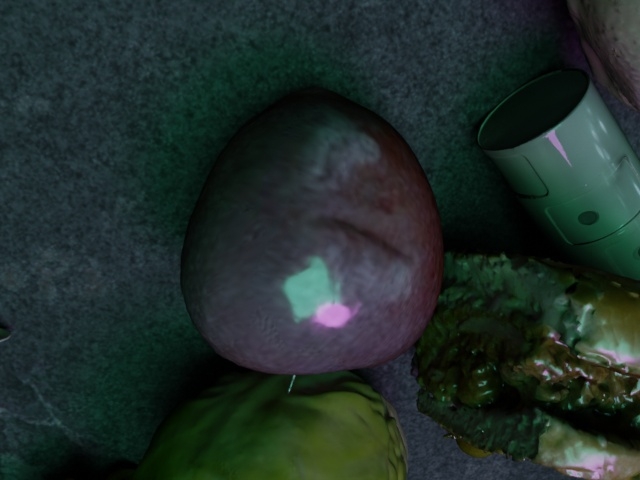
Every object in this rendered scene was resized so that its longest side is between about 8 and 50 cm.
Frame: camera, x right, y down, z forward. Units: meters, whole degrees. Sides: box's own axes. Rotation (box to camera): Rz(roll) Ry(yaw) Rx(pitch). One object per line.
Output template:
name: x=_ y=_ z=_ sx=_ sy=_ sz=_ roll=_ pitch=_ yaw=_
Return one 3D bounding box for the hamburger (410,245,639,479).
hamburger: x=0.249 y=0.134 z=0.674 sx=0.277 sy=0.318 sz=0.195 roll=18 pitch=84 yaw=-21

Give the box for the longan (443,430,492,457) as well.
longan: x=0.202 y=0.247 z=0.858 sx=0.083 sy=0.075 sz=0.075 roll=-10 pitch=115 yaw=-1

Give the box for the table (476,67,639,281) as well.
table: x=0.279 y=-0.059 z=0.702 sx=0.126 sy=0.126 sz=0.220 roll=-38 pitch=113 yaw=9

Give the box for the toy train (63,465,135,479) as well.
toy train: x=-0.233 y=0.422 z=0.777 sx=0.369 sy=0.231 sz=0.163 roll=40 pitch=106 yaw=-21

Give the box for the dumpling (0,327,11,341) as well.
dumpling: x=-0.379 y=0.098 z=0.702 sx=0.043 sy=0.059 sz=0.077 roll=-45 pitch=117 yaw=0

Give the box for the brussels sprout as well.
brussels sprout: x=-0.057 y=0.277 z=0.716 sx=0.268 sy=0.344 sz=0.344 roll=36 pitch=107 yaw=13

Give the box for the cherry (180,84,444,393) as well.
cherry: x=0.000 y=0.000 z=0.636 sx=0.261 sy=0.221 sz=0.307 roll=4 pitch=90 yaw=-33

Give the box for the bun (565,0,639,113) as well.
bun: x=0.349 y=-0.259 z=0.567 sx=0.365 sy=0.219 sz=0.364 roll=-6 pitch=102 yaw=-29
